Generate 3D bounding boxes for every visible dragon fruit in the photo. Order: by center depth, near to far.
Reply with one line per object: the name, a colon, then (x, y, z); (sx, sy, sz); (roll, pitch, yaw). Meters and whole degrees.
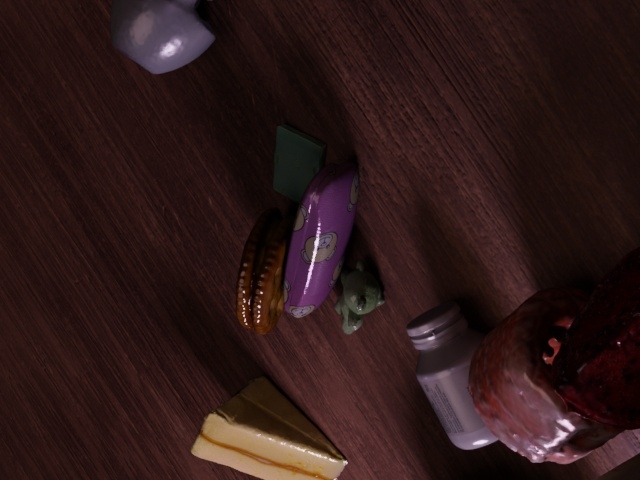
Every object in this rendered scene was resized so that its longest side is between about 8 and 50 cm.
dragon fruit: (0.457, 0.123, 1.518); (0.317, 0.152, 0.205); (-43, 109, 8)

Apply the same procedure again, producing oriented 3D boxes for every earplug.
earplug: (-0.249, -0.421, 1.875); (0.214, 0.175, 0.325); (37, 136, 19)

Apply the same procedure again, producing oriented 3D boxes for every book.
book: (-0.039, -0.127, 1.975); (0.103, 0.017, 0.135); (28, 133, 27)

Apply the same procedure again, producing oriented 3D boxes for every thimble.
thimble: (0.336, 0.190, 1.625); (0.239, 0.239, 0.162); (50, 138, 9)

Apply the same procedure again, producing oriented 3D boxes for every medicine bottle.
medicine bottle: (0.225, 0.211, 1.834); (0.135, 0.135, 0.215); (-23, 97, 50)

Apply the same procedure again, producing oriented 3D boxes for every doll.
doll: (0.065, 0.103, 1.991); (0.150, 0.077, 0.115); (122, 148, -58)

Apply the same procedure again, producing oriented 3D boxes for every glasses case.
glasses case: (0.000, 0.000, 1.935); (0.076, 0.123, 0.316); (31, 134, 21)

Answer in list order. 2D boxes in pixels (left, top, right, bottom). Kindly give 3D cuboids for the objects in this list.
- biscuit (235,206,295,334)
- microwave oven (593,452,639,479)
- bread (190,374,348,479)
biscuit: (-0.091, 0.054, 1.996); (0.066, 0.220, 0.220); (15, 128, 10)
microwave oven: (0.537, 0.433, 1.489); (0.394, 0.333, 0.247); (-6, 104, 60)
bread: (-0.104, 0.423, 2.286); (0.264, 0.163, 0.167); (42, 137, 17)
